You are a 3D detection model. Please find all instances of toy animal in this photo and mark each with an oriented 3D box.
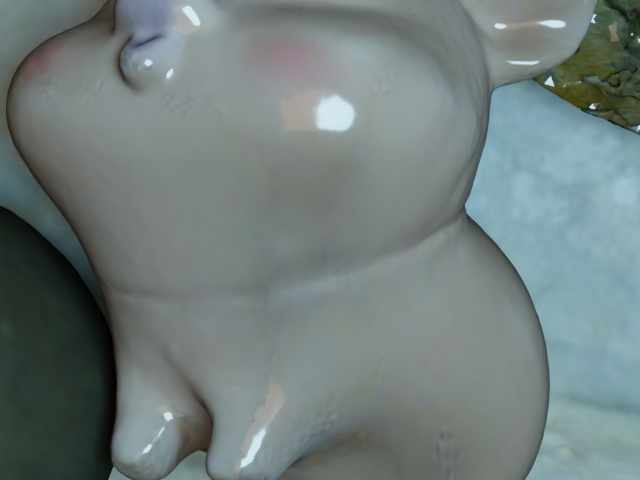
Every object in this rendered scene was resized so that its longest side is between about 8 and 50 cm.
[{"bbox_3d":[0.000,0.000,0.866,0.237,0.326,0.269,-1,57,32],"label":"toy animal"}]

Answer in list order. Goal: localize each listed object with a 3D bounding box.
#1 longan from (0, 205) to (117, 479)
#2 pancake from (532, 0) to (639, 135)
[{"bbox_3d":[-0.240,0.073,0.884,0.300,0.243,0.300,2,67,-6],"label":"longan"},{"bbox_3d":[0.240,-0.216,0.870,0.382,0.071,0.382,-3,118,-5],"label":"pancake"}]
